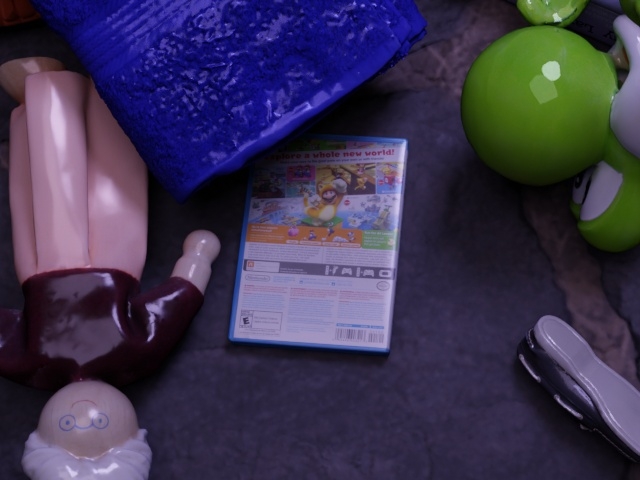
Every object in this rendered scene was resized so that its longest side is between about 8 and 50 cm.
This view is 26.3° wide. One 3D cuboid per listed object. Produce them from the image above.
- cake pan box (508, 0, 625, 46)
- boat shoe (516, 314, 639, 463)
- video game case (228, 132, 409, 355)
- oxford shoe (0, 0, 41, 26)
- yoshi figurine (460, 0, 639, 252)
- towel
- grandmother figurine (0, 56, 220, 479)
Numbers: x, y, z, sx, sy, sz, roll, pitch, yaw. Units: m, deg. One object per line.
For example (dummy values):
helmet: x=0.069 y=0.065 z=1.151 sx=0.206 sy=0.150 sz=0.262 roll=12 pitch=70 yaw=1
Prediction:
cake pan box: x=0.239 y=-0.288 z=1.059 sx=0.246 sy=0.070 sz=0.266 roll=26 pitch=77 yaw=12
boat shoe: x=0.186 y=0.109 z=0.952 sx=0.125 sy=0.038 sz=0.046 roll=46 pitch=41 yaw=12
video game case: x=0.000 y=0.000 z=1.022 sx=0.119 sy=0.015 sz=0.166 roll=4 pitch=73 yaw=9
oxford shoe: x=-0.139 y=-0.280 z=1.075 sx=0.364 sy=0.130 sz=0.132 roll=-12 pitch=58 yaw=-3
yoshi figurine: x=0.202 y=-0.168 z=0.903 sx=0.203 sy=0.203 sz=0.362 roll=28 pitch=115 yaw=28
towel: x=-0.093 y=-0.206 z=0.954 sx=0.228 sy=0.076 sz=0.308 roll=-36 pitch=99 yaw=-5
grandmother figurine: x=-0.178 y=0.032 z=0.990 sx=0.208 sy=0.104 sz=0.342 roll=-11 pitch=69 yaw=8
